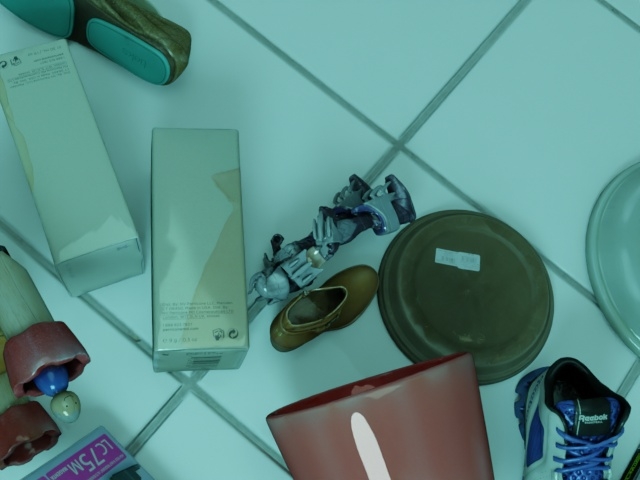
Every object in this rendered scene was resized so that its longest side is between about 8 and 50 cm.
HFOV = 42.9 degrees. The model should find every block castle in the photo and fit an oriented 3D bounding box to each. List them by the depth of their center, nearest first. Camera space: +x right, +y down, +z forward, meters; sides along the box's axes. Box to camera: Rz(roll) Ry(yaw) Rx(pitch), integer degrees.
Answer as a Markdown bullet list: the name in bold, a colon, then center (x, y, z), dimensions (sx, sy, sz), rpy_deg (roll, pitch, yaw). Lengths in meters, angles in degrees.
- **block castle**: center (-0.488, 0.221, 0.844), dimensions (0.453, 0.303, 0.212), rpy_deg (-21, 67, -37)

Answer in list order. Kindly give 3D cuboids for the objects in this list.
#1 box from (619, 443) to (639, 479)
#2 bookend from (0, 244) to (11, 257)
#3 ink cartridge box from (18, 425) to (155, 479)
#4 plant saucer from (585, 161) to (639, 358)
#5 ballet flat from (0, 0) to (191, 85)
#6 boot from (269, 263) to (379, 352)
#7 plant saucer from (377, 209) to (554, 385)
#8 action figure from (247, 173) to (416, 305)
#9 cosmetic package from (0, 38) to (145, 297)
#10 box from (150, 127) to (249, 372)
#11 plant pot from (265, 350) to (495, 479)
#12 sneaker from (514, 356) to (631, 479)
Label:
- **box**: center (0.514, 0.385, 1.152), dimensions (0.184, 0.045, 0.190), rpy_deg (38, 67, 2)
- **bookend**: center (-0.476, 0.038, 1.039), dimensions (0.156, 0.157, 0.072), rpy_deg (21, 67, -3)
- **ink cartridge box**: center (-0.216, 0.375, 0.954), dimensions (0.311, 0.186, 0.065), rpy_deg (46, 111, 6)
- **plant saucer**: center (0.621, 0.032, 1.273), dimensions (0.401, 0.100, 0.400), rpy_deg (3, 70, -9)
- **ballet flat**: center (-0.347, -0.359, 1.246), dimensions (0.342, 0.116, 0.124), rpy_deg (27, 47, 0)
- **boot**: center (0.018, 0.082, 1.114), dimensions (0.197, 0.152, 0.073), rpy_deg (-37, 81, -20)
- **plant saucer**: center (0.223, 0.077, 1.216), dimensions (0.278, 0.041, 0.277), rpy_deg (3, 69, -8)
- **action figure**: center (0.000, 0.000, 1.141), dimensions (0.285, 0.185, 0.099), rpy_deg (-35, 101, -36)
- **cosmetic package**: center (-0.345, -0.097, 1.114), dimensions (0.113, 0.160, 0.309), rpy_deg (-18, 73, -15)
- **box**: center (-0.170, 0.013, 1.112), dimensions (0.121, 0.148, 0.311), rpy_deg (0, 71, -12)
- **plant pot**: center (0.097, 0.291, 1.007), dimensions (0.275, 0.275, 0.243), rpy_deg (-16, 82, -16)
- **sneaker**: center (0.327, 0.289, 1.060), dimensions (0.128, 0.182, 0.315), rpy_deg (-2, 62, 0)
